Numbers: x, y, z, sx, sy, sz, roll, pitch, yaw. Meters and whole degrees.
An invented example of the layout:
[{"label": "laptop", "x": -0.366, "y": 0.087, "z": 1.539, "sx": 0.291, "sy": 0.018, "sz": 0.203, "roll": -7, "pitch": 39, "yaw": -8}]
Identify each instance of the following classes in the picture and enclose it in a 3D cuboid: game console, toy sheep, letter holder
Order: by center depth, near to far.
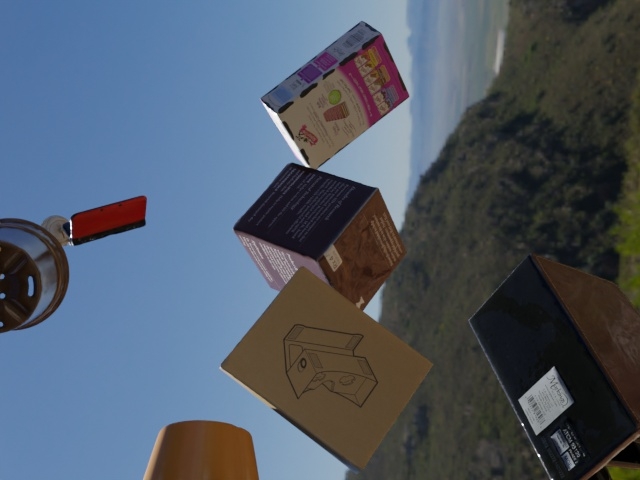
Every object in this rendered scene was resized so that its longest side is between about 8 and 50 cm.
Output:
[{"label": "letter holder", "x": 0.384, "y": 0.193, "z": 1.196, "sx": 0.152, "sy": 0.214, "sz": 0.302, "roll": -54, "pitch": 38, "yaw": 30}, {"label": "game console", "x": -0.407, "y": -0.053, "z": 1.595, "sx": 0.124, "sy": 0.144, "sz": 0.085, "roll": 40, "pitch": 140, "yaw": 50}, {"label": "toy sheep", "x": -0.669, "y": -0.021, "z": 2.159, "sx": 0.132, "sy": 0.091, "sz": 0.091, "roll": -8, "pitch": 76, "yaw": 53}]

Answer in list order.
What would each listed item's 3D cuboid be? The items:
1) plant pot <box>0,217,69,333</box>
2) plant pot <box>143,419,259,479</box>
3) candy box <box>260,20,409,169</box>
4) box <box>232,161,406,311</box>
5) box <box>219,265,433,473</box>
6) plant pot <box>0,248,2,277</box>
[{"label": "plant pot", "x": -0.440, "y": 0.056, "z": 1.174, "sx": 0.165, "sy": 0.167, "sz": 0.167, "roll": -157, "pitch": 69, "yaw": -78}, {"label": "plant pot", "x": -0.157, "y": 0.346, "z": 1.119, "sx": 0.205, "sy": 0.205, "sz": 0.188, "roll": 83, "pitch": -173, "yaw": -58}, {"label": "candy box", "x": 0.029, "y": -0.256, "z": 1.526, "sx": 0.071, "sy": 0.233, "sz": 0.159, "roll": 46, "pitch": 172, "yaw": 45}, {"label": "box", "x": 0.000, "y": 0.000, "z": 1.424, "sx": 0.167, "sy": 0.203, "sz": 0.168, "roll": -51, "pitch": -43, "yaw": -23}, {"label": "box", "x": 0.009, "y": 0.149, "z": 1.002, "sx": 0.164, "sy": 0.201, "sz": 0.021, "roll": -51, "pitch": -6, "yaw": -28}, {"label": "plant pot", "x": -0.832, "y": 0.048, "z": 2.106, "sx": 0.095, "sy": 0.134, "sz": 0.134, "roll": -60, "pitch": -26, "yaw": -56}]
